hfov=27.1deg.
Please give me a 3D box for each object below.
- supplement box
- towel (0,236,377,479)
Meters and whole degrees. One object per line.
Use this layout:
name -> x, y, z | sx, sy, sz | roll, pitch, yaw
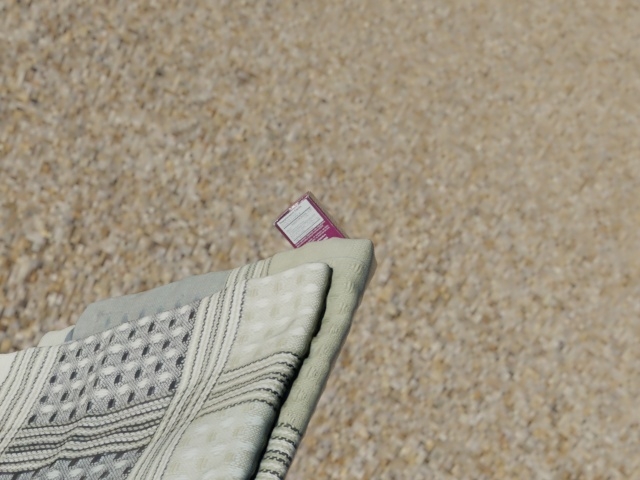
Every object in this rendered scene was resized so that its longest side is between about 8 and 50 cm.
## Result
supplement box -> 0.000, 0.000, 1.213 | 0.083, 0.043, 0.055 | 50, 6, -3
towel -> -0.140, 0.128, 0.768 | 0.056, 0.312, 0.324 | 54, 39, -23
